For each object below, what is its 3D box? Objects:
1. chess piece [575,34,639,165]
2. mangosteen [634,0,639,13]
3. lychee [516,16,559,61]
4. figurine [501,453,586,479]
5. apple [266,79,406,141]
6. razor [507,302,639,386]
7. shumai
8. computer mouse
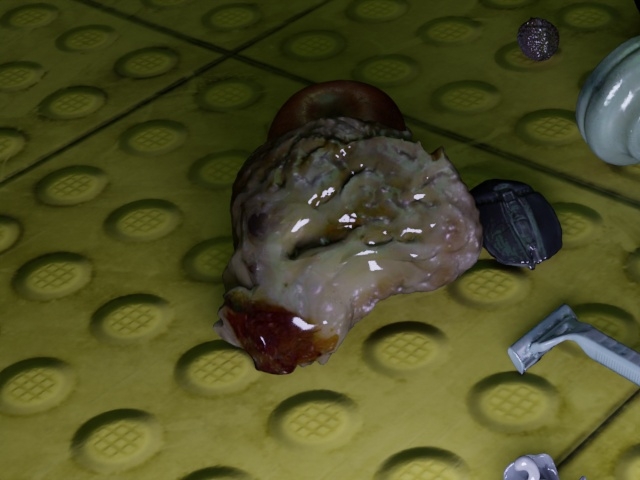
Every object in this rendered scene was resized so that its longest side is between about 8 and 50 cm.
[{"bbox_3d":[0.489,-0.122,1.938,0.194,0.194,0.299,-20,45,-18],"label":"chess piece"},{"bbox_3d":[0.602,-0.414,2.330,0.211,0.211,0.250,20,15,33],"label":"mangosteen"},{"bbox_3d":[0.343,-0.318,2.329,0.067,0.068,0.083,-3,59,-1],"label":"lychee"},{"bbox_3d":[0.221,0.265,1.499,0.086,0.094,0.082,26,-2,0],"label":"figurine"},{"bbox_3d":[0.027,-0.124,2.031,0.201,0.162,0.201,-6,46,6],"label":"apple"},{"bbox_3d":[0.354,0.146,1.663,0.278,0.056,0.111,24,43,37],"label":"razor"},{"bbox_3d":[-0.002,0.001,1.795,0.346,0.217,0.283,20,42,29],"label":"shumai"},{"bbox_3d":[0.248,-0.033,1.937,0.106,0.062,0.192,-13,34,-9],"label":"computer mouse"}]
